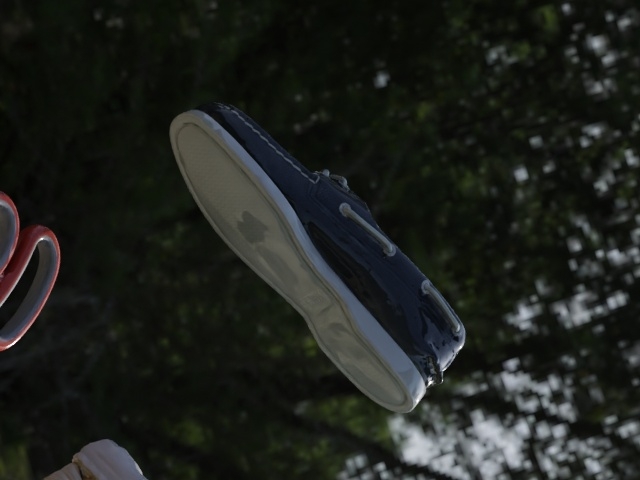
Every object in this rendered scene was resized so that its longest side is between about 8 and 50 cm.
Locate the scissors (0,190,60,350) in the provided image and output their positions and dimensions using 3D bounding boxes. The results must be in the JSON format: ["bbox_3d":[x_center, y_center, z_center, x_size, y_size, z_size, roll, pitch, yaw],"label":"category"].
[{"bbox_3d":[-0.258,0.093,1.023,0.297,0.021,0.109,-67,148,-32],"label":"scissors"}]

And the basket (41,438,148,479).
[{"bbox_3d":[-0.183,0.400,1.146,0.331,0.266,0.328,43,-41,27],"label":"basket"}]

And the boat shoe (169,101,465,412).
[{"bbox_3d":[0.000,0.000,1.228,0.302,0.091,0.114,53,-28,-15],"label":"boat shoe"}]
